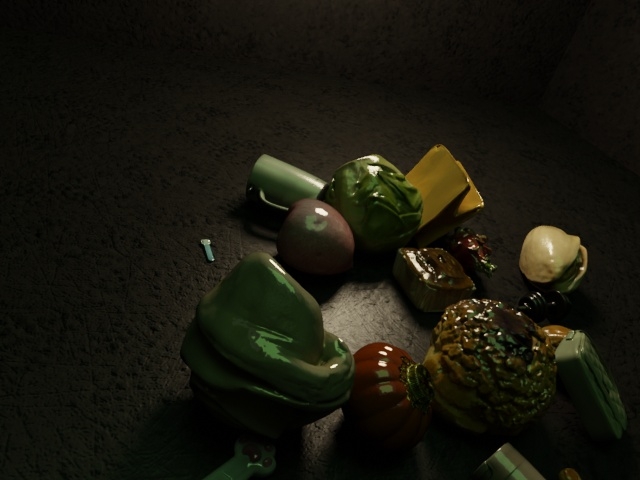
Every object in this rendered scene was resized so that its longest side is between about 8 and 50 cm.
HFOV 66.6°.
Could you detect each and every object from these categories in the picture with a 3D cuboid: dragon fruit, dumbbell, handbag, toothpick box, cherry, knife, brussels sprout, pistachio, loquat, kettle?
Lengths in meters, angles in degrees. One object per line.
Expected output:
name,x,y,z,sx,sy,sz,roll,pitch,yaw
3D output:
dragon fruit,0.489,0.055,1.588,0.135,0.137,0.236,-1,43,-22
dumbbell,0.687,0.202,1.494,0.208,0.099,0.099,-1,38,-22
handbag,0.402,-0.159,1.747,0.133,0.283,0.401,44,21,-24
toothpick box,0.398,0.500,0.948,0.111,0.111,0.180,-16,47,-38
cherry,-0.005,-0.009,1.416,0.239,0.206,0.239,8,23,-3
knife,-0.324,0.029,1.406,0.027,0.010,0.096,-2,41,-26
handbag,0.687,0.347,1.220,0.219,0.079,0.256,-26,89,-48
brussels sprout,0.179,-0.111,1.577,0.327,0.247,0.328,18,59,-33
pistachio,0.781,0.067,1.651,0.193,0.213,0.318,54,33,-13
loquat,0.657,0.295,1.343,0.137,0.113,0.137,1,40,-1
kettle,-0.113,-0.151,1.618,0.255,0.165,0.240,25,37,7

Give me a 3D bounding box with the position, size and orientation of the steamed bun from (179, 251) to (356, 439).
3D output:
steamed bun,-0.126,0.231,0.948,0.255,0.367,0.342,-41,89,-24

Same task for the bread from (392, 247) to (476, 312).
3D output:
bread,0.340,0.107,1.477,0.192,0.110,0.210,2,37,-22

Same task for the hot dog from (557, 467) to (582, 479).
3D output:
hot dog,0.536,0.566,0.969,0.066,0.047,0.216,20,31,-20

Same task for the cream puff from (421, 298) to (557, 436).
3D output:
cream puff,0.396,0.281,1.152,0.342,0.231,0.327,-7,44,-30

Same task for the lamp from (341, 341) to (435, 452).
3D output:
lamp,0.136,0.324,1.016,0.223,0.196,0.223,42,31,-32

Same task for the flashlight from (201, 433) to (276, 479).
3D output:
flashlight,-0.163,0.426,0.881,0.093,0.048,0.200,34,38,26
